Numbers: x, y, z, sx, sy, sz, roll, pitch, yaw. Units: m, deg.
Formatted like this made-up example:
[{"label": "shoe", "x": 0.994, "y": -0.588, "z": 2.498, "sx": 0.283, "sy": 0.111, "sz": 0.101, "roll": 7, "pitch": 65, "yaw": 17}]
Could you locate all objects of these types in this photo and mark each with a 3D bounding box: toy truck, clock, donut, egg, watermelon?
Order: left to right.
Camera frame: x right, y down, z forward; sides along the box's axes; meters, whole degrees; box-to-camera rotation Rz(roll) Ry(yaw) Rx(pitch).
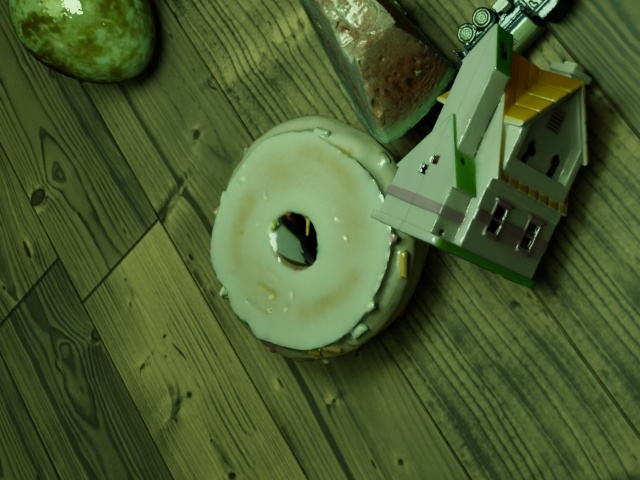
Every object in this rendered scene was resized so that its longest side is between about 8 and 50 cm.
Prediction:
[{"label": "egg", "x": -0.416, "y": -0.402, "z": 1.986, "sx": 0.289, "sy": 0.238, "sz": 0.238, "roll": 41, "pitch": 113, "yaw": 2}, {"label": "donut", "x": 0.000, "y": 0.000, "z": 1.717, "sx": 0.382, "sy": 0.142, "sz": 0.383, "roll": -3, "pitch": 85, "yaw": 36}, {"label": "watermelon", "x": 0.072, "y": -0.309, "z": 1.599, "sx": 0.148, "sy": 0.226, "sz": 0.318, "roll": -30, "pitch": 86, "yaw": 2}, {"label": "clock", "x": 0.241, "y": -0.119, "z": 1.508, "sx": 0.166, "sy": 0.235, "sz": 0.310, "roll": 28, "pitch": 94, "yaw": 49}, {"label": "toy truck", "x": 0.266, "y": -0.301, "z": 1.587, "sx": 0.202, "sy": 0.074, "sz": 0.088, "roll": -46, "pitch": 68, "yaw": 25}]
